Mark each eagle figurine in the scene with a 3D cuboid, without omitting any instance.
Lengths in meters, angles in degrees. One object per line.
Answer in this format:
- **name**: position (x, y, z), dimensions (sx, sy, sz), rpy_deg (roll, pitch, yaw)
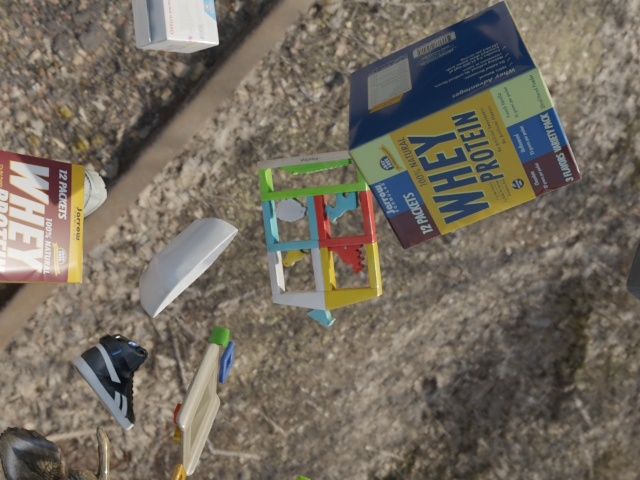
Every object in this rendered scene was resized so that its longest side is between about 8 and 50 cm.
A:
- **eagle figurine**: position (-0.427, 0.433, 1.278), dimensions (0.225, 0.298, 0.226), rpy_deg (37, 55, -40)

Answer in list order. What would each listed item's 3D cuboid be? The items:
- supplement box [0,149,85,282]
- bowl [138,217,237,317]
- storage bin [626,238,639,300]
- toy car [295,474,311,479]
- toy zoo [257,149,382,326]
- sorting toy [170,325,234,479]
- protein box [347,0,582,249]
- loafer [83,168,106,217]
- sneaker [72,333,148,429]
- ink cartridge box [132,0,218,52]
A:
- **supplement box**: position (-0.382, -0.021, 0.794), dimensions (0.191, 0.194, 0.129), rpy_deg (7, 82, -61)
- **bowl**: position (-0.187, 0.029, 1.042), dimensions (0.142, 0.053, 0.142), rpy_deg (-46, -177, -34)
- **storage bin**: position (0.319, 0.046, 0.631), dimensions (0.135, 0.091, 0.098), rpy_deg (31, 74, -33)
- **toy car**: position (-0.006, 0.590, 1.539), dimensions (0.149, 0.155, 0.188), rpy_deg (76, 36, -67)
- **toy zoo**: position (0.000, 0.000, 1.313), dimensions (0.030, 0.192, 0.293), rpy_deg (-20, 103, -71)
- **sorting toy**: position (-0.235, 0.311, 1.424), dimensions (0.196, 0.047, 0.348), rpy_deg (96, 9, -46)
- **protein box**: position (0.147, -0.130, 0.843), dimensions (0.199, 0.201, 0.136), rpy_deg (-22, 121, 17)
- **loafer**: position (-0.563, -0.035, 1.525), dimensions (0.319, 0.112, 0.111), rpy_deg (-39, 167, 19)
- **sneaker**: position (-0.368, 0.264, 1.465), dimensions (0.121, 0.079, 0.217), rpy_deg (-38, 138, -21)
- **ink cartridge box**: position (-0.272, -0.400, 1.410), dimensions (0.143, 0.090, 0.092), rpy_deg (-9, 95, -50)
